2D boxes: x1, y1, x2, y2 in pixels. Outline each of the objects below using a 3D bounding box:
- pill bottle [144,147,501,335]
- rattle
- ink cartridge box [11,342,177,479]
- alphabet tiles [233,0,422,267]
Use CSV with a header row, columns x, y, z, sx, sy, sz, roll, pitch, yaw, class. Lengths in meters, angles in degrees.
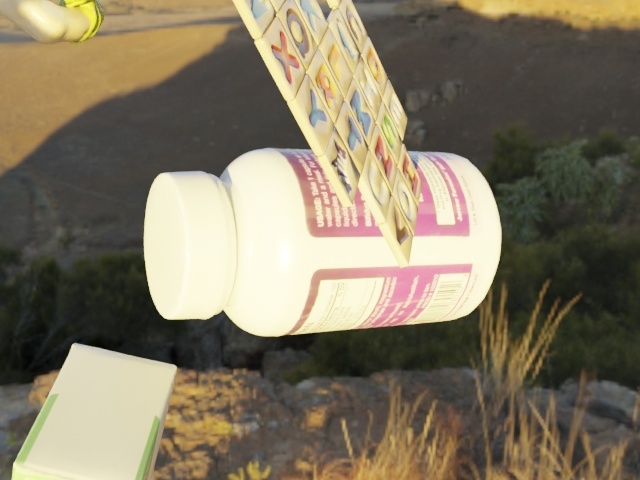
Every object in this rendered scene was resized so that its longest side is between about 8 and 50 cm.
x,y,z,sx,sy,sz,roll,pitch,yaw,class
0.000,0.000,0.785,0.301,0.169,0.169,-1,18,-27,pill bottle
-0.250,-0.273,0.715,0.142,0.200,0.130,-40,-1,44,rattle
-0.188,0.215,0.673,0.093,0.213,0.154,13,26,-5,ink cartridge box
0.018,-0.106,0.589,0.009,0.237,0.198,-18,28,23,alphabet tiles
